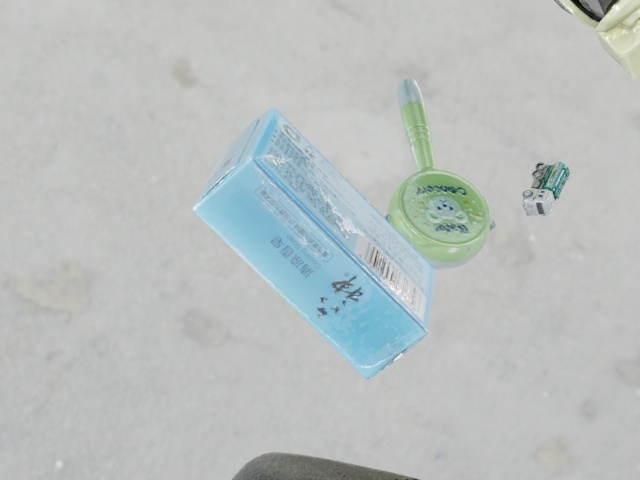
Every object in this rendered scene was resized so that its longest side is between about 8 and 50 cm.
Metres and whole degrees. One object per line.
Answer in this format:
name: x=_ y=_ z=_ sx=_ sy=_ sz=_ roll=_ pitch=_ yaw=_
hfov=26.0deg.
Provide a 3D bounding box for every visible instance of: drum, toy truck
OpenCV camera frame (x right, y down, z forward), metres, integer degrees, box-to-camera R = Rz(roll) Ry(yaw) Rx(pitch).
drum: x=0.104 y=-0.077 z=1.576 sx=0.130 sy=0.049 sz=0.253 roll=-13 pitch=59 yaw=-24
toy truck: x=0.304 y=-0.070 z=1.867 sx=0.044 sy=0.039 sz=0.083 roll=6 pitch=48 yaw=32

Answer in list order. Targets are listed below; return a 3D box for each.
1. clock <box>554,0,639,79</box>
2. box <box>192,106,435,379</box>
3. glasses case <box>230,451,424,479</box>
clock: x=0.261 y=-0.370 z=1.639 sx=0.120 sy=0.276 sz=0.379 roll=-37 pitch=54 yaw=5
box: x=0.000 y=0.000 z=1.284 sx=0.232 sy=0.083 sz=0.142 roll=43 pitch=23 yaw=-12
glasses case: x=0.024 y=0.277 z=1.313 sx=0.321 sy=0.082 sz=0.122 roll=3 pitch=54 yaw=43
